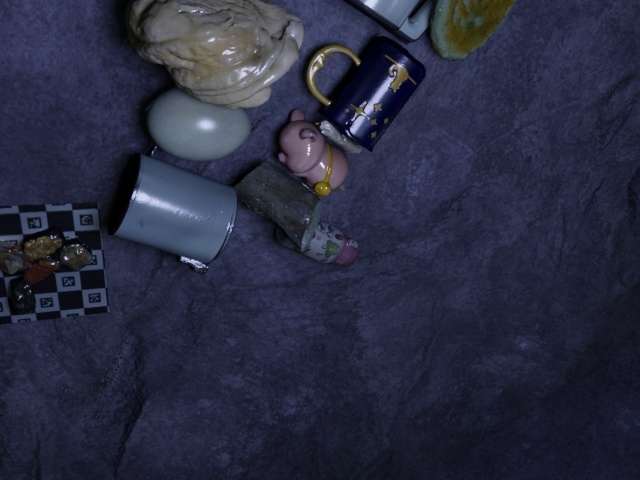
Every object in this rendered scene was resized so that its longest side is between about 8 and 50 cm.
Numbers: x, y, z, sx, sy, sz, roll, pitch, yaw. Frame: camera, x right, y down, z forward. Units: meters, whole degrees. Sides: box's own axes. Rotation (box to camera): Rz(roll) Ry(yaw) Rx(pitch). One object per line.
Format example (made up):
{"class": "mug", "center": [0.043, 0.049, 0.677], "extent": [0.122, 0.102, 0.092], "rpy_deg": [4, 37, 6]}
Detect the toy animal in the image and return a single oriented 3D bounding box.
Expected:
{"class": "toy animal", "center": [-0.014, -0.218, 1.633], "extent": [0.149, 0.165, 0.248], "rpy_deg": [-43, 131, 0]}

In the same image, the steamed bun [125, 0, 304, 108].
{"class": "steamed bun", "center": [-0.237, -0.435, 1.333], "extent": [0.372, 0.325, 0.230], "rpy_deg": [4, 133, -19]}

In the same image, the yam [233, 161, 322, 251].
{"class": "yam", "center": [-0.101, -0.101, 1.611], "extent": [0.254, 0.154, 0.154], "rpy_deg": [41, 102, 9]}

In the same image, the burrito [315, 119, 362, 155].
{"class": "burrito", "center": [0.052, -0.273, 1.610], "extent": [0.041, 0.045, 0.185], "rpy_deg": [-31, 154, 22]}

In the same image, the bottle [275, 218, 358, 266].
{"class": "bottle", "center": [0.000, 0.000, 1.784], "extent": [0.253, 0.120, 0.120], "rpy_deg": [24, 108, -30]}

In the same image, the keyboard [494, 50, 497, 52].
{"class": "keyboard", "center": [0.373, -0.658, 1.601], "extent": [0.103, 0.041, 0.381], "rpy_deg": [-44, 117, 8]}

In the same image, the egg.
{"class": "egg", "center": [-0.293, -0.285, 1.467], "extent": [0.253, 0.186, 0.186], "rpy_deg": [4, 117, -18]}

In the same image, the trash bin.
{"class": "trash bin", "center": [-0.374, -0.079, 1.538], "extent": [0.262, 0.217, 0.277], "rpy_deg": [18, 87, -28]}

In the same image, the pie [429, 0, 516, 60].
{"class": "pie", "center": [0.390, -0.608, 1.508], "extent": [0.323, 0.070, 0.323], "rpy_deg": [-30, 147, -22]}

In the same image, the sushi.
{"class": "sushi", "center": [-0.744, 0.081, 1.584], "extent": [0.343, 0.064, 0.359], "rpy_deg": [-4, 120, -18]}

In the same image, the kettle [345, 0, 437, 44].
{"class": "kettle", "center": [0.222, -0.688, 1.420], "extent": [0.361, 0.250, 0.377], "rpy_deg": [14, 116, -46]}

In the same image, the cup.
{"class": "cup", "center": [0.115, -0.396, 1.550], "extent": [0.255, 0.178, 0.256], "rpy_deg": [22, 108, -50]}
